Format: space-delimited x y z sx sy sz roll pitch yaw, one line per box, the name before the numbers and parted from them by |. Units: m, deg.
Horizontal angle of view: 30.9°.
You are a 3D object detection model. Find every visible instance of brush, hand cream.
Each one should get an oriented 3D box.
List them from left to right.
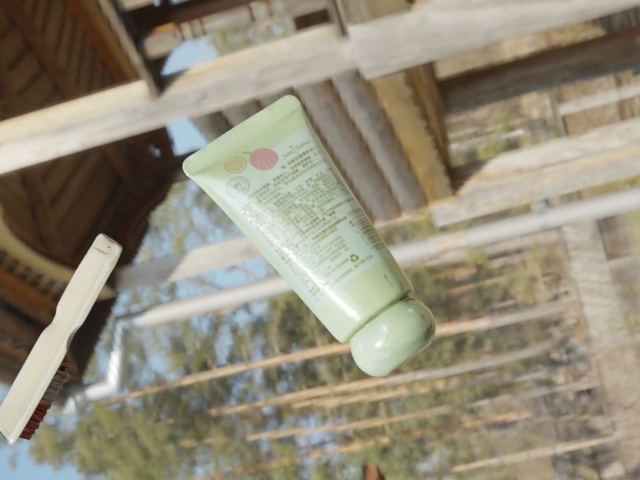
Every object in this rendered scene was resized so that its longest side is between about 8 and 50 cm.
brush | -0.367 0.144 1.661 0.060 0.321 0.050 30 -178 40
hand cream | 0.000 0.000 1.198 0.306 0.147 0.093 54 167 9
